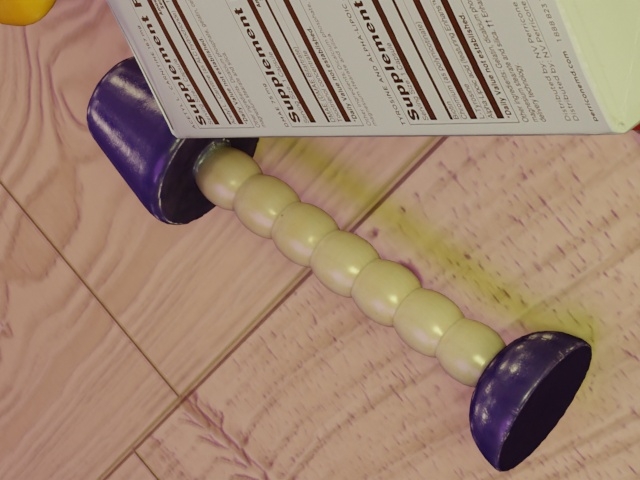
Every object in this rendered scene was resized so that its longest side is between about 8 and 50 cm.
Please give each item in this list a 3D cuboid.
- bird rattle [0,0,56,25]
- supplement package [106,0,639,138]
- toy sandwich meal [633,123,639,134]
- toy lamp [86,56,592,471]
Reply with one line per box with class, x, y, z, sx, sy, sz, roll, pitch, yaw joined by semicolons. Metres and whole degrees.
bird rattle;-0.095;-0.198;0.706;0.143;0.207;0.253;13;145;24
supplement package;0.047;-0.138;0.559;0.203;0.194;0.149;4;126;54
toy sandwich meal;0.119;-0.065;0.707;0.085;0.029;0.085;35;147;27
toy lamp;0.000;0.000;0.903;0.275;0.080;0.080;36;147;22
